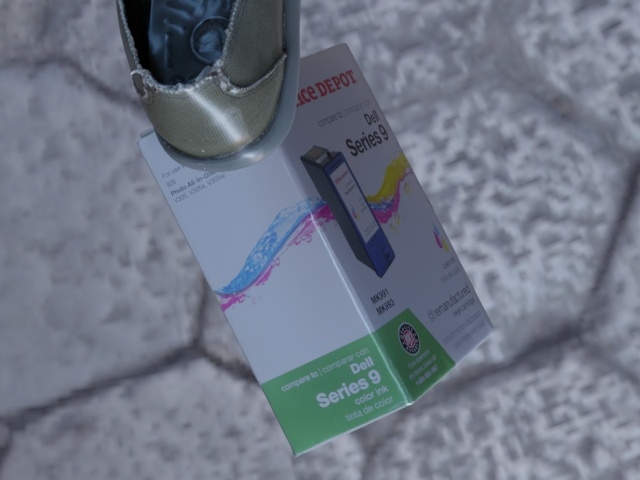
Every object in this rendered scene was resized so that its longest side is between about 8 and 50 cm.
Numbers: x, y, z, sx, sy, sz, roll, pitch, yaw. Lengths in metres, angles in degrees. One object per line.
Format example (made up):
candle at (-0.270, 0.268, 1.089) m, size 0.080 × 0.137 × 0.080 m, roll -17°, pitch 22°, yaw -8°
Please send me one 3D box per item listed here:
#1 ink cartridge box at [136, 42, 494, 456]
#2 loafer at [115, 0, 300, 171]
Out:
ink cartridge box at (0.000, 0.000, 1.151) m, size 0.093 × 0.154 × 0.212 m, roll -28°, pitch 90°, yaw 27°
loafer at (-0.050, -0.160, 0.853) m, size 0.094 × 0.251 × 0.087 m, roll -7°, pitch 168°, yaw 10°
